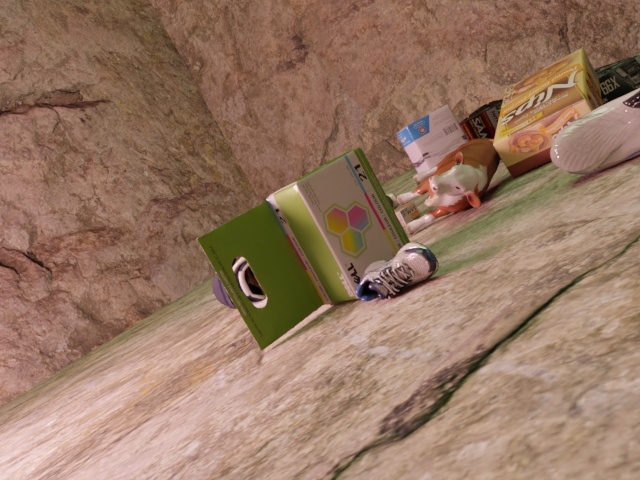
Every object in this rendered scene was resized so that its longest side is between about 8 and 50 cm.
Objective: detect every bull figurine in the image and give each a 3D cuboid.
[{"bbox_3d":[0.246,-0.107,1.225,0.188,0.101,0.310,-28,4,36],"label":"bull figurine"}]

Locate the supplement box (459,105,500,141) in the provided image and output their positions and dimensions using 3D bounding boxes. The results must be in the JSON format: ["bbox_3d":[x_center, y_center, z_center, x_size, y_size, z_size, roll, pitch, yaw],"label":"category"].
[{"bbox_3d":[0.413,-0.269,1.867,0.239,0.130,0.073,-30,5,-1],"label":"supplement box"}]

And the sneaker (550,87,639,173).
[{"bbox_3d":[0.415,-0.154,0.844,0.237,0.085,0.086,-21,0,37],"label":"sneaker"}]

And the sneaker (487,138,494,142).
[{"bbox_3d":[0.455,-0.243,1.742,0.067,0.064,0.175,-23,5,-10],"label":"sneaker"}]

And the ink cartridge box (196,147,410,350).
[{"bbox_3d":[-0.012,0.011,0.924,0.255,0.189,0.097,-33,8,-34],"label":"ink cartridge box"}]

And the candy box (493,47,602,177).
[{"bbox_3d":[0.459,-0.262,1.312,0.183,0.087,0.316,-26,19,32],"label":"candy box"}]

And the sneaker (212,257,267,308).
[{"bbox_3d":[-0.154,0.082,1.386,0.321,0.126,0.127,-22,2,44],"label":"sneaker"}]

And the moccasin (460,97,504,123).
[{"bbox_3d":[0.573,-0.358,1.957,0.380,0.147,0.139,-22,22,31],"label":"moccasin"}]

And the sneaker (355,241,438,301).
[{"bbox_3d":[0.092,0.048,0.811,0.058,0.052,0.135,-44,6,-37],"label":"sneaker"}]

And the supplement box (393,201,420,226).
[{"bbox_3d":[0.164,-0.046,1.452,0.098,0.036,0.062,-24,7,46],"label":"supplement box"}]

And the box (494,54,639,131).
[{"bbox_3d":[0.600,-0.327,1.595,0.307,0.076,0.242,-30,6,3],"label":"box"}]

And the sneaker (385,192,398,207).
[{"bbox_3d":[0.144,-0.096,1.960,0.086,0.064,0.192,-25,5,-31],"label":"sneaker"}]

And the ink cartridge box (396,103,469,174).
[{"bbox_3d":[0.309,-0.234,1.706,0.139,0.191,0.082,-29,3,-16],"label":"ink cartridge box"}]
